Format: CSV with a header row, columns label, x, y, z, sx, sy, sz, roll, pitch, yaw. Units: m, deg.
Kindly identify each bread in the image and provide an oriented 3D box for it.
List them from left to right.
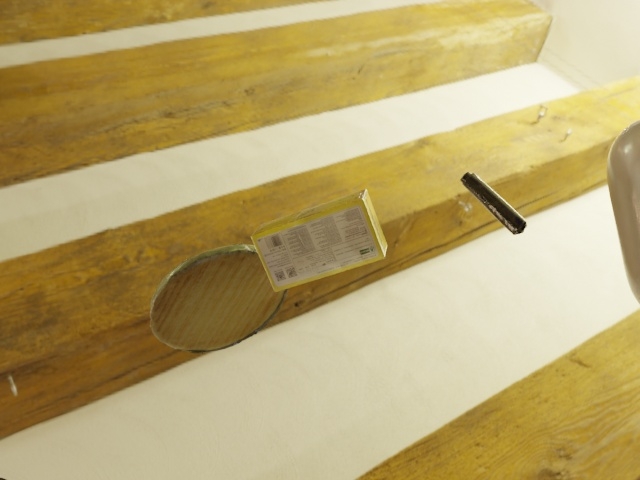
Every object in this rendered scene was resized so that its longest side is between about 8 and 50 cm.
label,x,y,z,sx,sy,sz,roll,pitch,yaw
bread,-0.180,0.104,1.113,0.267,0.267,0.040,-13,-134,-24

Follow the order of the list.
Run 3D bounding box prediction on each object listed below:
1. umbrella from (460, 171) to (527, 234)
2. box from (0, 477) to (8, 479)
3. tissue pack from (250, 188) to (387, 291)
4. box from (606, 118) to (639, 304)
label,x,y,z,sx,sy,sz,roll,pitch,yaw
umbrella,0.279,-0.060,1.002,0.031,0.036,0.133,-42,-104,0
box,-0.251,0.266,0.519,0.126,0.027,0.125,21,-157,-2
tissue pack,0.000,0.000,0.908,0.176,0.095,0.062,-19,-166,15
box,0.522,-0.027,0.918,0.141,0.288,0.349,-10,174,30
